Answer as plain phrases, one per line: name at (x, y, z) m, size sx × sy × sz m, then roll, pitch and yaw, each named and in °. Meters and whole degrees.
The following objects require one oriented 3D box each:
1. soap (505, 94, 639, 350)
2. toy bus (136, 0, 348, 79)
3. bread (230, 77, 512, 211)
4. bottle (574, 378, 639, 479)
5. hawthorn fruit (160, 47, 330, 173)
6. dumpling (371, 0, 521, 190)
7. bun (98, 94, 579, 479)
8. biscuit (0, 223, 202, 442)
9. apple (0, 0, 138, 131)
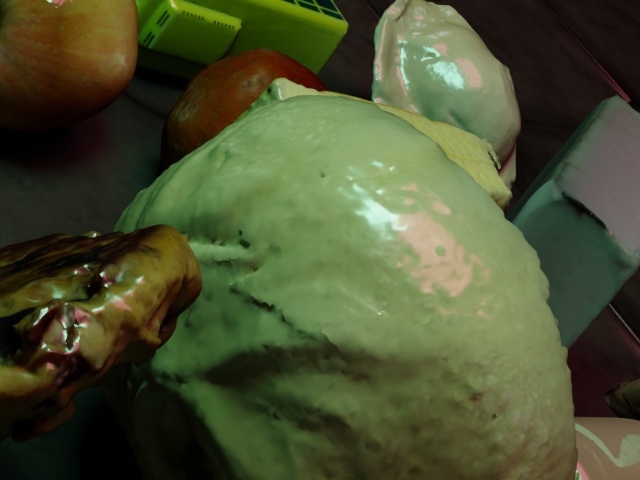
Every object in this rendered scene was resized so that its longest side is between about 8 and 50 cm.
soap at (0.175, 0.034, 1.473) m, size 0.107 × 0.285 × 0.296 m, roll 38°, pitch 28°, yaw 2°
toy bus at (-0.114, -0.232, 1.695) m, size 0.262 × 0.128 × 0.150 m, roll 11°, pitch 38°, yaw -43°
bread at (0.000, 0.000, 1.370) m, size 0.246 × 0.239 × 0.111 m, roll 9°, pitch 45°, yaw -41°
bottle at (0.225, 0.208, 1.373) m, size 0.297 × 0.173 × 0.206 m, roll 6°, pitch 65°, yaw -46°
hawthorn fruit at (-0.051, -0.079, 1.484) m, size 0.169 × 0.169 × 0.188 m, roll 26°, pitch 1°, yaw -23°
dumpling at (0.119, -0.139, 1.822) m, size 0.193 × 0.147 × 0.258 m, roll -14°, pitch 87°, yaw -47°
bun at (-0.022, 0.093, 1.096) m, size 0.202 × 0.364 × 0.364 m, roll -25°, pitch 64°, yaw -34°
biscuit at (-0.222, 0.071, 0.946) m, size 0.289 × 0.334 × 0.081 m, roll -34°, pitch 109°, yaw -62°
apple at (-0.236, -0.178, 1.428) m, size 0.199 × 0.199 × 0.199 m, roll 29°, pitch 29°, yaw -18°
